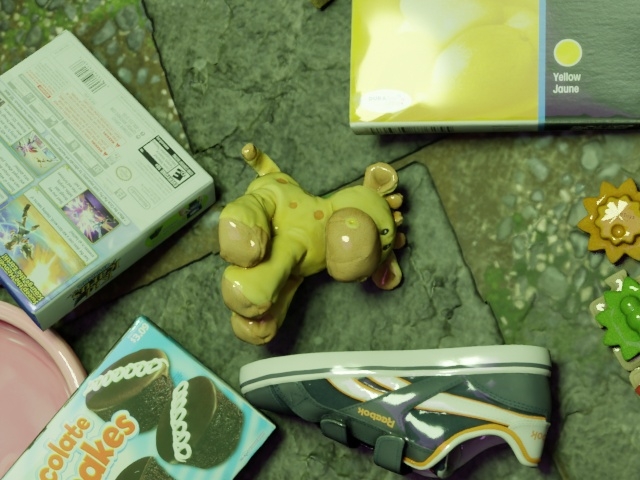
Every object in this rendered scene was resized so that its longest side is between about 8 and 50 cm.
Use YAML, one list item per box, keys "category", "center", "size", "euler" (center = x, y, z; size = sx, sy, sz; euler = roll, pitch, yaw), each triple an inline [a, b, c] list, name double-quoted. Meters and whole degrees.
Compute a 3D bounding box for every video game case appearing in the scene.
- category: "video game case"
  center: [-0.296, -0.072, 1.326]
  size: [0.244, 0.061, 0.269]
  euler: [-38, 70, -18]

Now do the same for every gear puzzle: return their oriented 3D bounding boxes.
- category: "gear puzzle"
  center: [0.362, 0.082, 1.140]
  size: [0.175, 0.044, 0.338]
  euler: [-31, 75, 14]

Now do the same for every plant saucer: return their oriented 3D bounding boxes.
- category: "plant saucer"
  center: [-0.398, 0.230, 1.355]
  size: [0.332, 0.084, 0.332]
  euler: [-2, 83, 12]

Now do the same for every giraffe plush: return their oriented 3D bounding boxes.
- category: "giraffe plush"
  center: [0.000, 0.000, 1.234]
  size: [0.171, 0.181, 0.210]
  euler: [2, 50, 9]

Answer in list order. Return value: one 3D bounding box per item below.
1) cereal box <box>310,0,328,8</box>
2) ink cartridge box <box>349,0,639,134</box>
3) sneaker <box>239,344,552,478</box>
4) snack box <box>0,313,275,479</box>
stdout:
- category: "cereal box"
  center: [-0.005, -0.401, 1.318]
  size: [0.173, 0.047, 0.240]
  euler: [-38, 73, 8]
- category: "ink cartridge box"
  center: [0.184, -0.263, 1.204]
  size: [0.304, 0.072, 0.307]
  euler: [0, 89, 11]
- category: "sneaker"
  center: [0.070, 0.174, 1.189]
  size: [0.321, 0.126, 0.127]
  euler: [-4, 77, 17]
- category: "snack box"
  center: [-0.222, 0.259, 1.250]
  size: [0.187, 0.060, 0.322]
  euler: [40, 87, -6]
